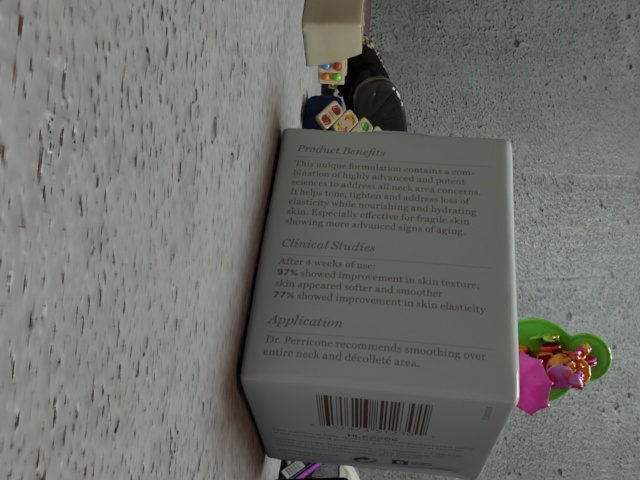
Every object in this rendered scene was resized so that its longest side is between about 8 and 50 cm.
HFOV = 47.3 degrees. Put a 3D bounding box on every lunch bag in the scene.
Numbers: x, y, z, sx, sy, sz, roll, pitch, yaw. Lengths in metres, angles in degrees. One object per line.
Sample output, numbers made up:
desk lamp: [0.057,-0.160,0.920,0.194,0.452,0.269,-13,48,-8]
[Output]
lunch bag: [0.007,-0.204,1.312,0.065,0.067,0.098,78,19,-67]

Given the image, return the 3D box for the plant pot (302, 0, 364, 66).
plant pot: [0.026,-0.372,1.254,0.109,0.096,0.109,84,11,-63]

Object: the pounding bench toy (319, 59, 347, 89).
pounding bench toy: [0.026,-0.338,1.490,0.065,0.052,0.083,-77,170,-56]

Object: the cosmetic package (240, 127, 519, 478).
cosmetic package: [0.093,0.093,1.053,0.327,0.329,0.394,84,12,-57]

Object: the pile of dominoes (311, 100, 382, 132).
pile of dominoes: [0.084,-0.125,1.262,0.040,0.251,0.196,-20,-131,53]

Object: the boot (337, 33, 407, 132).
boot: [0.121,-0.278,1.710,0.377,0.138,0.284,72,3,-45]

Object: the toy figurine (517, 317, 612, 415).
toy figurine: [0.316,0.186,1.010,0.159,0.173,0.130,-21,104,-71]

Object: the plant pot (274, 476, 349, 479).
plant pot: [-0.008,0.469,1.122,0.188,0.187,0.167,-79,159,-52]

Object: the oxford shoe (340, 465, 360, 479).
oxford shoe: [0.064,0.641,1.421,0.130,0.169,0.449,-1,58,-49]

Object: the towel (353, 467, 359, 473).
towel: [0.030,0.446,1.670,0.209,0.034,0.285,61,-6,20]

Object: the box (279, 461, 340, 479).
box: [-0.017,0.436,1.337,0.029,0.116,0.162,42,-30,35]
